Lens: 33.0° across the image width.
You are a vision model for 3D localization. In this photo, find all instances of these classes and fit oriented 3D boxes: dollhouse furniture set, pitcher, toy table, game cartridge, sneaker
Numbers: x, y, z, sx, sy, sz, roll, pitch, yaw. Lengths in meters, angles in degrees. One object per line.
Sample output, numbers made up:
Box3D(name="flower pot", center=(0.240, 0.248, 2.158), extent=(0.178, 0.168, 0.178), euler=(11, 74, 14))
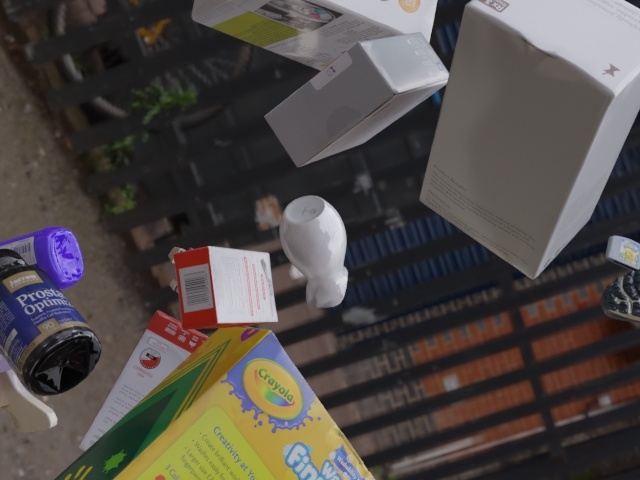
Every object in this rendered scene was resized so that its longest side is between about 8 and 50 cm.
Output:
Box3D(name="dollhouse furniture set", center=(-0.255, 0.068, 2.095), extent=(0.081, 0.091, 0.114), euler=(33, -2, 17))
Box3D(name="pitcher", center=(0.000, 0.000, 2.107), extent=(0.178, 0.125, 0.207), euler=(-72, 153, -44))
Box3D(name="toy table", center=(-0.657, 0.318, 2.176), extent=(0.252, 0.274, 0.161), euler=(-16, 92, -58))
Box3D(name="game cartridge", center=(0.578, 0.025, 2.030), extent=(0.017, 0.083, 0.056), euler=(129, -19, -60))
Box3D(name="sneaker", center=(0.576, 0.123, 1.666), extent=(0.110, 0.283, 0.122), euler=(-78, 168, -47))

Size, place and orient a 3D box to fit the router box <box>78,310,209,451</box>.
Box3D(name="router box", center=(-0.239, 0.346, 2.071), extent=(0.301, 0.335, 0.082), euler=(-62, 178, -14))

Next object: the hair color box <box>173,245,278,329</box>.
Box3D(name="hair color box", center=(-0.114, 0.060, 1.324), extent=(0.167, 0.053, 0.093), euler=(9, 72, -66))

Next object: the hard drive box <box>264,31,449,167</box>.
Box3D(name="hard drive box", center=(0.059, -0.203, 1.527), extent=(0.089, 0.181, 0.232), euler=(57, 28, 3))

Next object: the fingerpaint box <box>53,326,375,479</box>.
Box3D(name="fingerpaint box", center=(-0.113, 0.406, 1.524), extent=(0.445, 0.371, 0.163), euler=(56, -26, -19))

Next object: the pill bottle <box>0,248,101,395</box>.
Box3D(name="pill bottle", center=(-0.425, 0.113, 1.570), extent=(0.219, 0.123, 0.123), euler=(44, -9, 30))

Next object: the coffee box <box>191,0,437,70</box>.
Box3D(name="coffee box", center=(0.006, -0.539, 2.001), extent=(0.338, 0.334, 0.338), euler=(-4, -107, 59))

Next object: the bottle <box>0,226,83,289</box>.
Box3D(name="bottle", center=(-0.573, 0.057, 2.011), extent=(0.092, 0.282, 0.118), euler=(-18, 93, -60))

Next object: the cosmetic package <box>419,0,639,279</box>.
Box3D(name="cosmetic package", center=(0.278, -0.152, 1.407), extent=(0.217, 0.156, 0.385), euler=(37, -32, 18))
